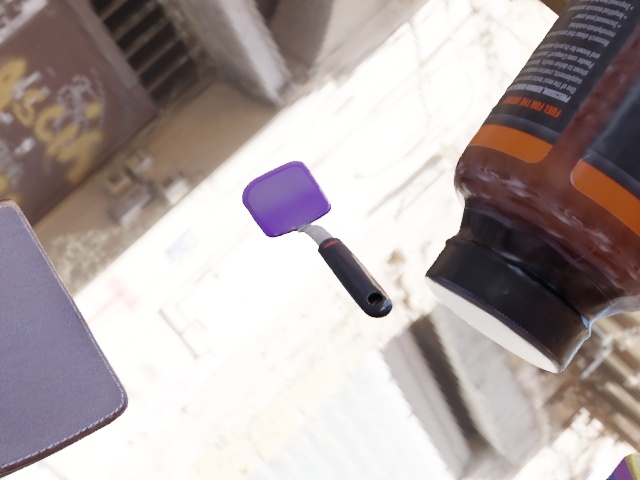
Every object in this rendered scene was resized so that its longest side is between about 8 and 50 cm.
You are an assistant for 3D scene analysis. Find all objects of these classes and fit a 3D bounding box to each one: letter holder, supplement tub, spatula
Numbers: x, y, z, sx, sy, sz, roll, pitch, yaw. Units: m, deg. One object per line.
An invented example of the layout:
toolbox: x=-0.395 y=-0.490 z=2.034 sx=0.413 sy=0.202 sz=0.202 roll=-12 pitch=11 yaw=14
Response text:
letter holder: x=-0.318 y=0.117 z=0.906 sx=0.214 sy=0.302 sz=0.152 roll=54 pitch=-51 yaw=18
supplement tub: x=0.127 y=-0.044 z=0.539 sx=0.106 sy=0.198 sz=0.106 roll=36 pitch=-6 yaw=5
spatula: x=0.000 y=0.000 z=1.294 sx=0.296 sy=0.084 sz=0.030 roll=49 pitch=-19 yaw=55

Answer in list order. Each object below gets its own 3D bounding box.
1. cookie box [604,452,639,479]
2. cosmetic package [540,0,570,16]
cookie box: x=0.129 y=0.093 z=0.309 sx=0.040 sy=0.107 sz=0.091 roll=106 pitch=-25 yaw=-51
cosmetic package: x=0.212 y=-0.198 z=1.002 sx=0.115 sy=0.041 sz=0.060 roll=40 pitch=-38 yaw=5
